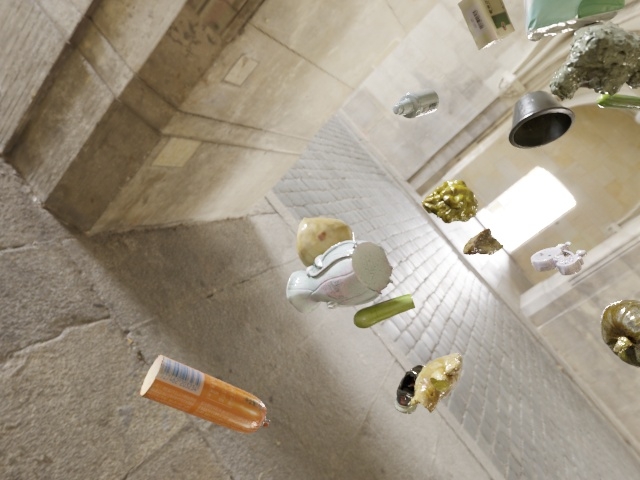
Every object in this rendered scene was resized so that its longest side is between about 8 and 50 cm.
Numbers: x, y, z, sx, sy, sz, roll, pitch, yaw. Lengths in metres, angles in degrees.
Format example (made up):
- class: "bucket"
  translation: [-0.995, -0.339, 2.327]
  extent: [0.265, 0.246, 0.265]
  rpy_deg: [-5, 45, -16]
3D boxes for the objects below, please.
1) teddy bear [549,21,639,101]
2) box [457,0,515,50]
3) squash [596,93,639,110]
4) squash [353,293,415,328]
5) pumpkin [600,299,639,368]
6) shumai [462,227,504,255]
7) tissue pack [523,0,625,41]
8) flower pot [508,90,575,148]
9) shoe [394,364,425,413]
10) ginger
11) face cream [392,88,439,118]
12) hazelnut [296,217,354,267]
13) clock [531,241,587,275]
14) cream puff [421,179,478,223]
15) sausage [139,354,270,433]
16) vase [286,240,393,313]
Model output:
- class: "teddy bear"
  translation: [1.059, -0.618, 1.518]
  extent: [0.368, 0.357, 0.224]
  rpy_deg: [29, -24, 8]
- class: "box"
  translation: [0.676, -0.909, 1.748]
  extent: [0.168, 0.095, 0.211]
  rpy_deg: [-33, 99, -32]
- class: "squash"
  translation: [1.309, -0.598, 1.852]
  extent: [0.229, 0.066, 0.066]
  rpy_deg: [4, 31, -3]
- class: "squash"
  translation: [0.246, 0.277, 1.675]
  extent: [0.083, 0.251, 0.083]
  rpy_deg: [-22, 90, -84]
- class: "pumpkin"
  translation: [0.962, 0.292, 1.317]
  extent: [0.218, 0.163, 0.219]
  rpy_deg: [60, -11, 19]
- class: "shumai"
  translation: [0.600, 0.020, 1.612]
  extent: [0.139, 0.123, 0.105]
  rpy_deg: [-11, 67, -32]
- class: "tissue pack"
  translation: [0.782, -0.850, 1.348]
  extent: [0.194, 0.267, 0.355]
  rpy_deg: [-28, 112, -63]
- class: "flower pot"
  translation: [0.958, -0.550, 1.900]
  extent: [0.269, 0.269, 0.166]
  rpy_deg: [23, 55, -46]
- class: "shoe"
  translation: [0.355, 0.551, 1.648]
  extent: [0.227, 0.099, 0.112]
  rpy_deg: [-47, 137, -40]
- class: "ginger"
  translation: [0.346, 0.426, 1.285]
  extent: [0.102, 0.216, 0.157]
  rpy_deg: [38, 17, 4]
- class: "face cream"
  translation: [0.368, -0.540, 1.711]
  extent: [0.252, 0.101, 0.101]
  rpy_deg: [-27, 74, -40]
- class: "hazelnut"
  translation: [0.000, 0.000, 1.795]
  extent: [0.261, 0.261, 0.240]
  rpy_deg: [6, 57, -59]
- class: "clock"
  translation: [0.516, 0.041, 0.920]
  extent: [0.041, 0.087, 0.129]
  rpy_deg: [63, 0, -8]
- class: "cream puff"
  translation: [0.379, -0.107, 1.268]
  extent: [0.146, 0.117, 0.146]
  rpy_deg: [56, -17, 27]
- class: "sausage"
  translation: [-0.242, 0.362, 0.973]
  extent: [0.312, 0.093, 0.092]
  rpy_deg: [33, 26, -25]
- class: "vase"
  translation: [0.052, 0.153, 1.666]
  extent: [0.250, 0.446, 0.249]
  rpy_deg: [16, 63, -34]
